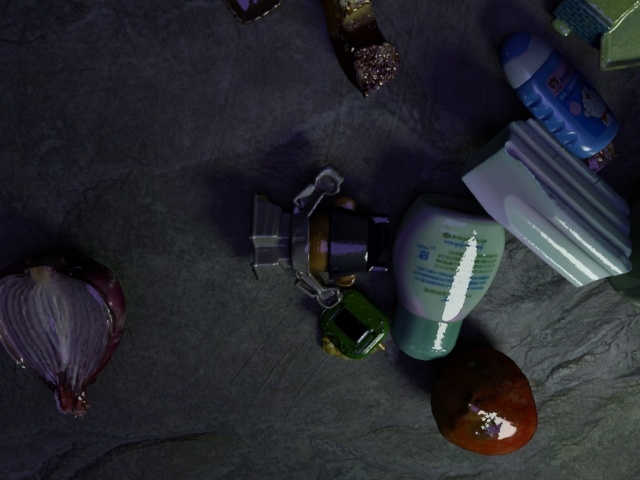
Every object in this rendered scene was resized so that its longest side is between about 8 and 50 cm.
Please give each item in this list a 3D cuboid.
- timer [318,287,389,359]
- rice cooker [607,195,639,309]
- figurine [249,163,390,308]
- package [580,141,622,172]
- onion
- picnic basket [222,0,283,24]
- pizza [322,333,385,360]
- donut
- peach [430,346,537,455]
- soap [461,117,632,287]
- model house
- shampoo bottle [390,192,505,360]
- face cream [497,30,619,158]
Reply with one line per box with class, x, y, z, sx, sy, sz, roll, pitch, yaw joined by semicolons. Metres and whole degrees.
timer;0.071;0.178;1.200;0.128;0.047;0.140;-46;68;0
rice cooker;0.750;0.042;1.071;0.325;0.335;0.335;30;108;-15
figurine;0.000;0.004;1.117;0.309;0.143;0.308;3;130;4
package;0.535;-0.182;1.122;0.108;0.031;0.120;-39;108;13
onion;-0.516;0.180;1.156;0.267;0.159;0.348;4;111;8
picnic basket;-0.145;-0.477;0.959;0.110;0.055;0.193;-28;111;10
pizza;0.066;0.234;1.269;0.160;0.036;0.099;26;109;-12
donut;0.065;-0.376;0.968;0.085;0.141;0.217;-23;120;-3
peach;0.350;0.349;1.211;0.232;0.232;0.256;-27;153;8
soap;0.436;-0.080;1.059;0.347;0.208;0.115;36;139;-16
model house;0.523;-0.420;0.972;0.214;0.195;0.189;36;131;-1
shampoo bottle;0.244;0.087;1.156;0.222;0.151;0.349;7;111;-11
face cream;0.433;-0.278;1.031;0.264;0.149;0.083;43;149;-8
